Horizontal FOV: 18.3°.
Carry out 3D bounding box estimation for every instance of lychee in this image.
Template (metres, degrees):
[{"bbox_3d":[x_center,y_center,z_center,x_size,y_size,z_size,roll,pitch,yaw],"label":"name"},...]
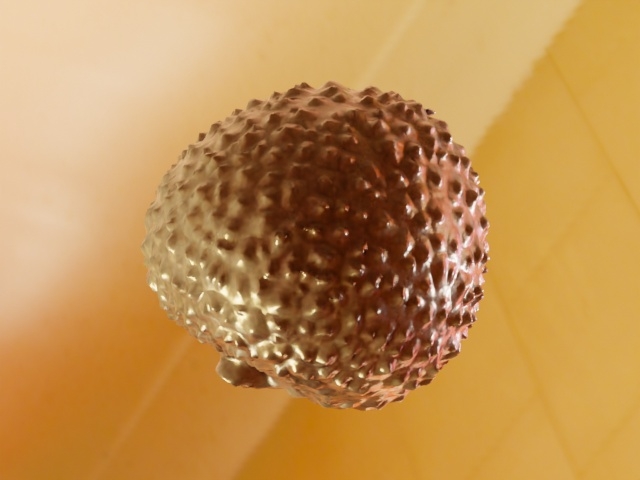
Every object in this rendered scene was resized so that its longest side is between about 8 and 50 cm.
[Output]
[{"bbox_3d":[-0.004,0.001,1.679,0.300,0.300,0.300,-7,-54,-9],"label":"lychee"}]
